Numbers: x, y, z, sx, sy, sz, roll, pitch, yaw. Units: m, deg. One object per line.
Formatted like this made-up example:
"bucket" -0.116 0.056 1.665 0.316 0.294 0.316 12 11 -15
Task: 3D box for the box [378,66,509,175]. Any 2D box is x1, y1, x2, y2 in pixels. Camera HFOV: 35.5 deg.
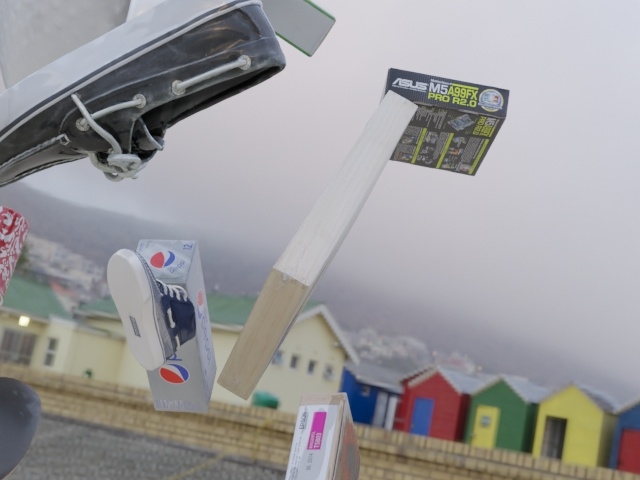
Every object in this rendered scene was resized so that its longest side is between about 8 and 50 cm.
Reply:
"box" 0.209 -0.212 1.834 0.216 0.060 0.270 10 -18 1

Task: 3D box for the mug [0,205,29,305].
"mug" -0.620 0.017 1.836 0.113 0.169 0.150 -14 -45 31

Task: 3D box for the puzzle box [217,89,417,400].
"puzzle box" 0.000 0.000 1.382 0.052 0.409 0.272 30 -44 2

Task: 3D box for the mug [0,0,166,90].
"mug" -0.242 -0.273 1.192 0.276 0.328 0.374 16 28 -27

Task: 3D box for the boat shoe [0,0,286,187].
"boat shoe" -0.172 -0.106 0.850 0.306 0.105 0.113 -28 -3 4

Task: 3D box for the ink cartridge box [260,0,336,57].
"ink cartridge box" -0.056 -0.419 1.835 0.153 0.087 0.208 32 13 -8

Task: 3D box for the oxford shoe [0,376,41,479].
"oxford shoe" -0.270 0.182 0.703 0.076 0.212 0.076 28 -48 1

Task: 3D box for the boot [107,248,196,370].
"boot" -0.211 0.072 1.276 0.069 0.086 0.190 26 -43 30

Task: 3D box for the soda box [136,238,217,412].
"soda box" -0.222 0.135 1.527 0.091 0.098 0.286 1 -49 5

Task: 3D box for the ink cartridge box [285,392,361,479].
"ink cartridge box" 0.006 0.414 1.745 0.088 0.235 0.193 -3 -51 13
